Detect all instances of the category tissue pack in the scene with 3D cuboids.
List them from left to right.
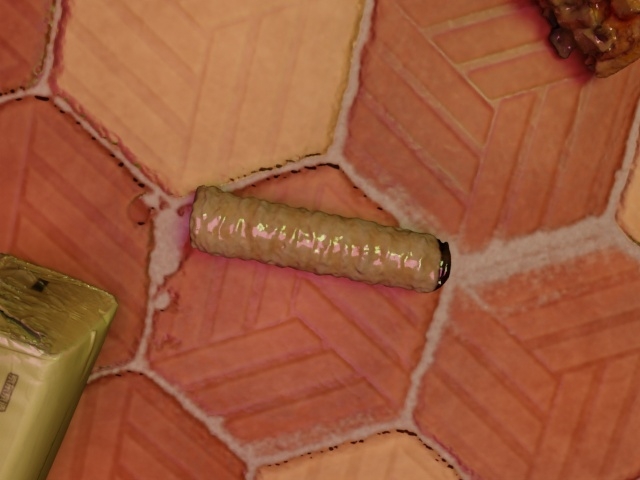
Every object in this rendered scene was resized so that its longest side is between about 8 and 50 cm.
[{"bbox_3d":[-0.270,0.143,0.572,0.125,0.159,0.234,24,99,-5],"label":"tissue pack"}]

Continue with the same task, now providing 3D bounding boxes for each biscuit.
[{"bbox_3d":[0.000,0.000,0.606,0.219,0.055,0.061,10,64,-4],"label":"biscuit"}]

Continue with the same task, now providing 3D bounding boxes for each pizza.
[{"bbox_3d":[0.192,-0.227,0.538,0.052,0.185,0.195,-35,69,-29],"label":"pizza"}]
